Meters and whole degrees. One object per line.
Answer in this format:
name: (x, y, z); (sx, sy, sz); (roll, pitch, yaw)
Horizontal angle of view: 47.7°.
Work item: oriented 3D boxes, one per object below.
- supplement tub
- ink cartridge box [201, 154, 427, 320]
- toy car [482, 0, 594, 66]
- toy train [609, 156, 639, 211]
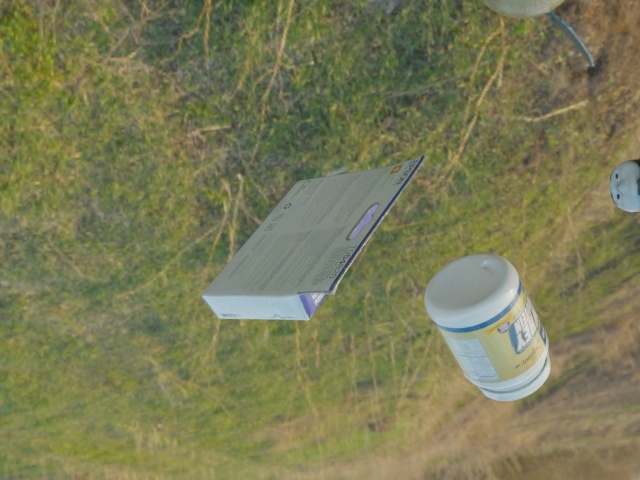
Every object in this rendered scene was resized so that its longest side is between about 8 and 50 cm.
supplement tub: (0.259, 0.133, 1.102); (0.144, 0.144, 0.199); (-20, 121, 23)
ink cartridge box: (0.000, 0.000, 0.830); (0.224, 0.223, 0.045); (-6, 128, 48)
toy car: (0.165, -0.226, 0.543); (0.149, 0.188, 0.155); (-26, 151, 9)
toy train: (0.552, -0.084, 0.945); (0.334, 0.142, 0.190); (-8, -176, -13)
